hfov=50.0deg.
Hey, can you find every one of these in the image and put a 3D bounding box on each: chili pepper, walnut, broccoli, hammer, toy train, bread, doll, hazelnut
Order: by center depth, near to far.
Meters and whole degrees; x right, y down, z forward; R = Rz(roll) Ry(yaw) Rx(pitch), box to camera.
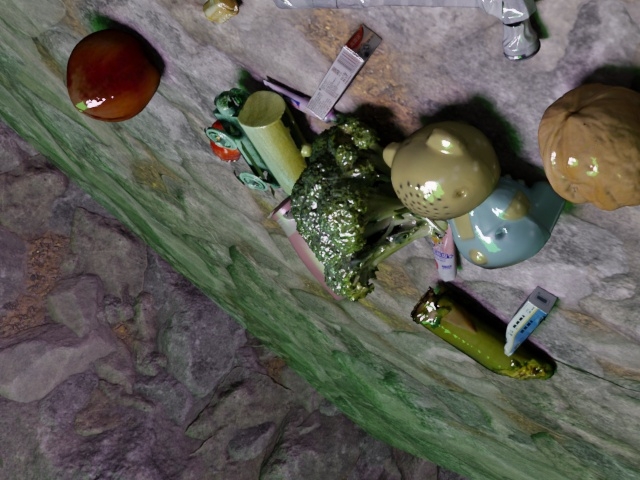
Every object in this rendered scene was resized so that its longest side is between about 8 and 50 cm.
[{"bbox_3d":[0.341,-0.115,0.838,0.166,0.149,0.166,38,-166,-11],"label":"walnut"},{"bbox_3d":[0.086,-0.318,0.920,0.427,0.044,0.152,17,152,42],"label":"hammer"},{"bbox_3d":[0.226,-0.077,1.069,0.261,0.161,0.177,40,161,-21],"label":"doll"},{"bbox_3d":[-0.168,-0.395,1.162,0.049,0.033,0.088,28,168,-23],"label":"bread"},{"bbox_3d":[0.087,-0.057,1.235,0.284,0.303,0.321,0,156,5],"label":"broccoli"},{"bbox_3d":[-0.106,-0.181,1.382,0.189,0.126,0.307,26,163,29],"label":"toy train"},{"bbox_3d":[0.419,0.177,1.434,0.051,0.052,0.234,35,150,13],"label":"toy train"},{"bbox_3d":[-0.454,-0.345,1.481,0.208,0.208,0.208,31,160,13],"label":"hazelnut"},{"bbox_3d":[-0.200,-0.233,1.508,0.086,0.084,0.192,20,166,-7],"label":"chili pepper"}]

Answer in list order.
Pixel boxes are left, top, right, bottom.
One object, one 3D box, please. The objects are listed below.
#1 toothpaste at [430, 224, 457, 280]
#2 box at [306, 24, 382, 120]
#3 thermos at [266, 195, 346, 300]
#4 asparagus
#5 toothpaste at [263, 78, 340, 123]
[{"bbox_3d":[0.253,0.013,1.408,0.067,0.043,0.194,25,152,34],"label":"toothpaste"},{"bbox_3d":[0.033,-0.264,1.104,0.039,0.055,0.218,38,160,-5],"label":"box"},{"bbox_3d":[0.000,0.000,1.658,0.265,0.146,0.176,46,-176,-5],"label":"thermos"},{"bbox_3d":[0.385,0.236,1.585,0.382,0.108,0.128,35,-168,-5],"label":"asparagus"},{"bbox_3d":[-0.036,-0.255,1.275,0.170,0.028,0.045,29,166,22],"label":"toothpaste"}]
